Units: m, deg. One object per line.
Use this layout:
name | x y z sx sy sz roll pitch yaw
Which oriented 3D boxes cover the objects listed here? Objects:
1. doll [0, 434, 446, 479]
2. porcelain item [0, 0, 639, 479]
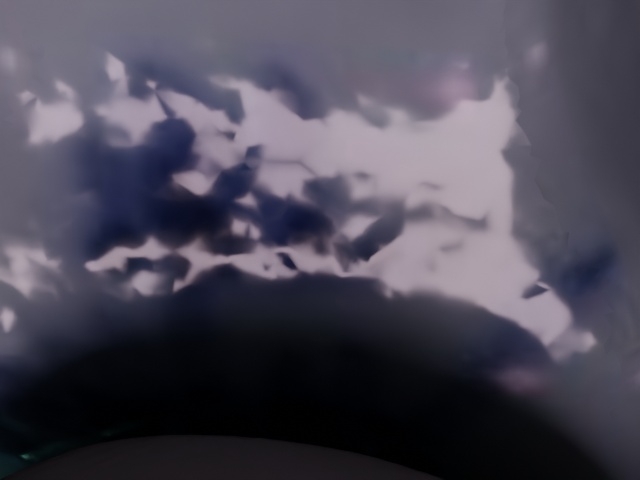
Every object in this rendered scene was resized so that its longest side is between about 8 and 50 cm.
doll | -0.022 0.168 0.385 0.221 0.221 0.251 12 146 -1
porcelain item | 0.000 0.000 0.478 0.242 0.178 0.405 4 140 9
